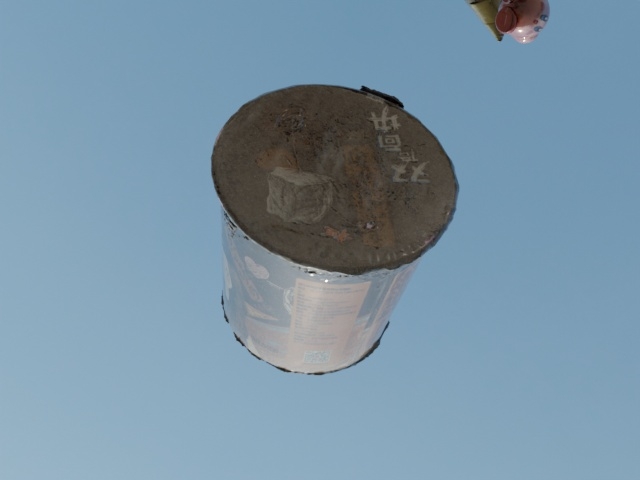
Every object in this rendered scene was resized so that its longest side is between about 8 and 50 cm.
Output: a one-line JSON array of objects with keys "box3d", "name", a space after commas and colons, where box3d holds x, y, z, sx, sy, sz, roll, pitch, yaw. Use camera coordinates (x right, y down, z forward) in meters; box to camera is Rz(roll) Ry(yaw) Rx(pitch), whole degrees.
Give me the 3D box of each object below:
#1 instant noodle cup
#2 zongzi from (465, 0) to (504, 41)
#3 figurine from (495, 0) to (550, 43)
[{"box3d": [0.000, 0.000, 0.899, 0.217, 0.207, 0.217, 5, -129, -6], "name": "instant noodle cup"}, {"box3d": [0.259, -0.410, 1.445, 0.176, 0.078, 0.160, 48, -111, -10], "name": "zongzi"}, {"box3d": [0.269, -0.306, 1.284, 0.067, 0.071, 0.083, 39, -66, 55], "name": "figurine"}]
